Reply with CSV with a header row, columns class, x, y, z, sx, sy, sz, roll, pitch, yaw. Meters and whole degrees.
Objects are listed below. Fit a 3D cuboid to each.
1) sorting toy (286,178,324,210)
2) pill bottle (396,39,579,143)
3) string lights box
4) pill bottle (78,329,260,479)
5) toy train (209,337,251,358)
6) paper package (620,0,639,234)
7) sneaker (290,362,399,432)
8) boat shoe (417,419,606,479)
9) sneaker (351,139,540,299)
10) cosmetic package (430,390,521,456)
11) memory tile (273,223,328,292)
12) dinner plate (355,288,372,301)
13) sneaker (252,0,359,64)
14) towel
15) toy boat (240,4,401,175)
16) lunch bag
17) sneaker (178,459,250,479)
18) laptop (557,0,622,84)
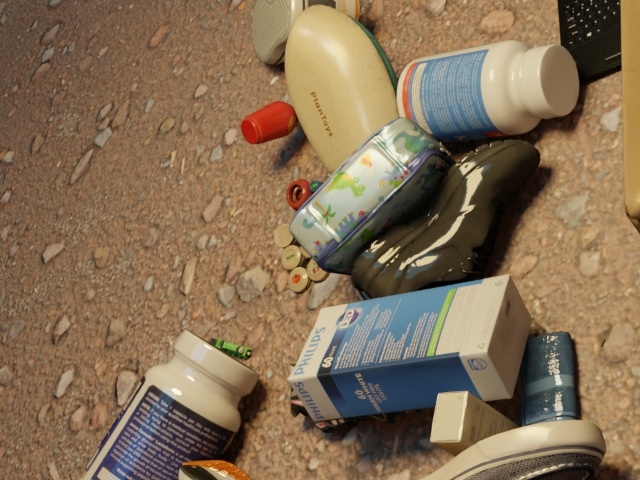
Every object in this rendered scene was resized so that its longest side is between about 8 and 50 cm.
class,x,y,z,sx,sy,sz,roll,pitch,yaw
sorting toy,-0.006,-0.059,1.732,0.102,0.042,0.061,41,110,40
pill bottle,0.220,-0.195,1.527,0.222,0.124,0.124,-3,61,45
string lights box,0.103,0.127,1.358,0.260,0.076,0.133,-12,33,32
pill bottle,-0.204,0.265,1.598,0.153,0.153,0.264,27,83,51
toy train,-0.134,0.157,1.709,0.083,0.024,0.017,8,69,49
paper package,0.480,-0.158,1.199,0.310,0.168,0.324,-17,51,35
sneaker,0.029,0.212,1.483,0.178,0.072,0.077,12,94,49
boat shoe,0.166,0.318,1.222,0.341,0.127,0.158,-35,48,34
sneaker,0.178,-0.004,1.461,0.286,0.109,0.130,-45,59,7
cosmetic package,0.173,0.214,1.279,0.041,0.115,0.060,-11,55,40
memory tile,0.000,0.000,1.672,0.148,0.012,0.113,-31,61,28
dinner plate,0.105,0.031,1.564,0.141,0.017,0.141,-26,45,30
sneaker,-0.028,-0.355,1.914,0.321,0.128,0.126,-158,66,-73
towel,0.255,0.160,1.305,0.067,0.029,0.119,-22,48,33
toy boat,0.015,-0.206,1.703,0.148,0.267,0.318,-26,10,-33
lunch bag,0.075,-0.052,1.508,0.219,0.176,0.090,-45,71,8
sneaker,-0.088,0.381,1.462,0.262,0.099,0.121,27,111,43
laptop,0.377,-0.368,1.483,0.234,0.137,0.264,-22,48,35
